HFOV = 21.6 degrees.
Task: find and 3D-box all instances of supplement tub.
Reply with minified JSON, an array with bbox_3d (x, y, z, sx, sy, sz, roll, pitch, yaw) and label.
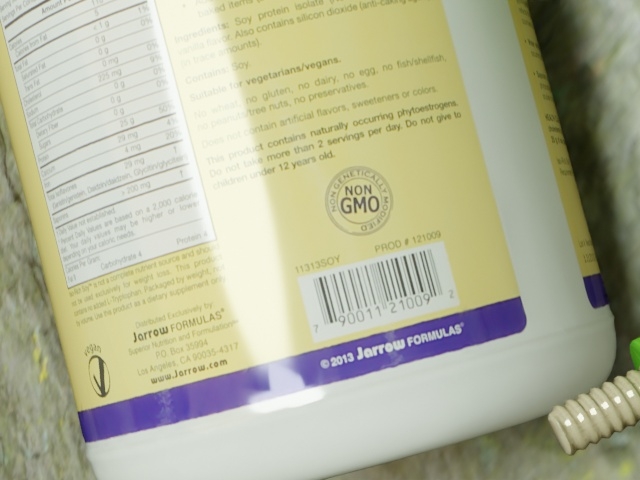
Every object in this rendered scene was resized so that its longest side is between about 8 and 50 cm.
[{"bbox_3d":[-0.021,-0.066,0.746,0.241,0.241,0.331,-21,82,58],"label":"supplement tub"}]

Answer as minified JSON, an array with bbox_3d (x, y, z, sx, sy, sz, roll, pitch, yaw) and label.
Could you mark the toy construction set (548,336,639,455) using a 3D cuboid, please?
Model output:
[{"bbox_3d":[0.228,0.093,0.477,0.257,0.237,0.309,66,175,-22],"label":"toy construction set"}]
